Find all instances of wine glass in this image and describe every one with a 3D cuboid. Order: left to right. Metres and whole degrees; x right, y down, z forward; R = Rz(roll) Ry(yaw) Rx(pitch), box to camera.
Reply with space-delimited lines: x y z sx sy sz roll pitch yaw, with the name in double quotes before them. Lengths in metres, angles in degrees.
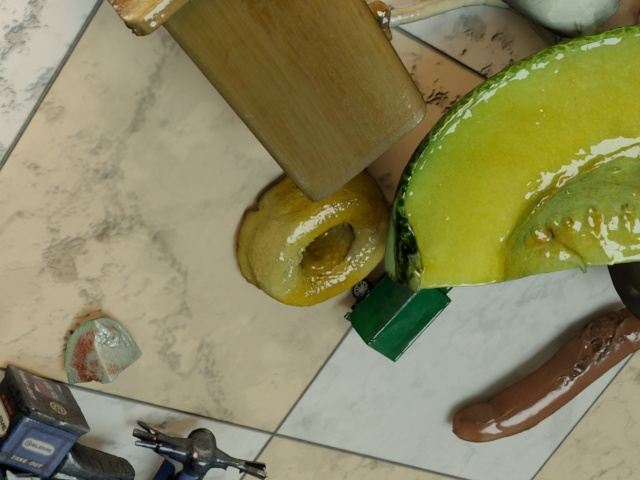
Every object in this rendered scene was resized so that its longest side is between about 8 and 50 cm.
"wine glass" 0.205 -0.281 1.223 0.204 0.111 0.111 30 105 -39

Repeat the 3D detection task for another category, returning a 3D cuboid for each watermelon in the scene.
"watermelon" -0.224 0.118 1.301 0.085 0.061 0.085 -20 142 -17

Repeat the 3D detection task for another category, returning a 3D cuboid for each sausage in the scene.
"sausage" 0.311 0.184 1.680 0.304 0.078 0.078 -34 135 -5

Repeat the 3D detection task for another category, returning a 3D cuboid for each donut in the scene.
"donut" 0.000 0.000 1.347 0.178 0.065 0.162 -42 135 2

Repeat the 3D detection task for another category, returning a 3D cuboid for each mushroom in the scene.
"mushroom" 0.172 -0.226 1.302 0.306 0.043 0.068 -3 142 -32

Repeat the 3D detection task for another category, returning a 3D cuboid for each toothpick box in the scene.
"toothpick box" -0.048 -0.194 1.093 0.190 0.187 0.308 -41 139 0

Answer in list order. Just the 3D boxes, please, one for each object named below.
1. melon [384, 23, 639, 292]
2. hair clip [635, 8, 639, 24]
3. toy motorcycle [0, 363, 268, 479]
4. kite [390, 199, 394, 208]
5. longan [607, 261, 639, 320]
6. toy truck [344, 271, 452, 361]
"melon" 0.226 -0.055 1.303 0.343 0.226 0.331 -3 145 -14
"hair clip" 0.407 -0.258 1.376 0.123 0.102 0.138 -9 127 -31
"toy motorcycle" -0.228 0.276 1.379 0.358 0.125 0.213 29 102 -41
"kite" 0.130 -0.069 1.417 0.122 0.004 0.090 -15 130 -22
"longan" 0.440 0.007 1.547 0.198 0.198 0.212 -42 131 4
"toy truck" 0.099 0.054 1.442 0.147 0.079 0.065 -48 134 6
